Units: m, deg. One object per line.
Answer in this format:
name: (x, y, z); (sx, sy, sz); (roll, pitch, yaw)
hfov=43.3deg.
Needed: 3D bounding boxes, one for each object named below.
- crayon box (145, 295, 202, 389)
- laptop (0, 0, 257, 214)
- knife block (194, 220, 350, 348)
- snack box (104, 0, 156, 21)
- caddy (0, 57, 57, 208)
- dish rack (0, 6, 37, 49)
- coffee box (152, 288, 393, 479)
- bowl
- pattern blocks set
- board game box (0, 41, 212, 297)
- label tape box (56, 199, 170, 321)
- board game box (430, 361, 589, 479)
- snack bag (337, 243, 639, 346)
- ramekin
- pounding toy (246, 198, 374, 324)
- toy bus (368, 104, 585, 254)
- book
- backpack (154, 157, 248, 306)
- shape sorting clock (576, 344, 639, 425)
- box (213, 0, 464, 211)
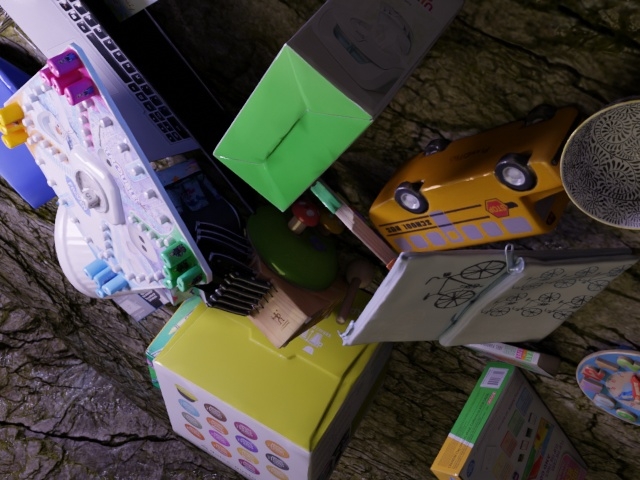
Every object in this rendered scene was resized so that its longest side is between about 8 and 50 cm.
crayon box: (-0.251, 0.184, 1.713); (0.081, 0.278, 0.165); (28, 148, 13)
laptop: (-0.307, -0.219, 1.220); (0.408, 0.236, 0.382); (-9, 132, 37)
knife block: (-0.095, 0.053, 1.366); (0.242, 0.276, 0.088); (47, 118, 10)
snack box: (-0.158, -0.360, 0.971); (0.207, 0.174, 0.070); (-4, 128, 49)
caddy: (-0.596, -0.230, 1.599); (0.341, 0.179, 0.241); (54, 169, -28)
dish rack: (-0.555, -0.438, 1.364); (0.271, 0.074, 0.208); (44, 149, -14)
coffee box: (-0.078, 0.262, 1.588); (0.338, 0.338, 0.334); (27, 148, 16)
bowl: (0.354, -0.101, 0.888); (0.170, 0.080, 0.170); (10, 133, 11)
pattern blocks set: (0.069, -0.014, 1.235); (0.285, 0.026, 0.325); (48, -175, 38)
board game box: (-0.369, -0.080, 1.291); (0.390, 0.050, 0.390); (-8, 113, 55)
label tape box: (-0.494, 0.023, 1.902); (0.348, 0.115, 0.249); (42, 149, -12)
board game box: (0.353, 0.414, 1.461); (0.064, 0.242, 0.316); (-4, 131, 50)
snack bag: (0.225, 0.090, 1.158); (0.343, 0.037, 0.323); (0, 153, -14)
ramekin: (-0.386, -0.015, 1.606); (0.127, 0.273, 0.273); (2, 137, 28)
pounding toy: (0.000, 0.000, 1.352); (0.237, 0.183, 0.110); (40, 117, -2)
toy bus: (0.209, -0.068, 1.069); (0.130, 0.108, 0.333); (49, 147, -21)
book: (0.316, 0.188, 1.353); (0.144, 0.035, 0.096); (12, 170, 39)
backpack: (-0.240, -0.020, 1.468); (0.253, 0.191, 0.225); (-123, 19, -48)
shape sorting clock: (0.504, 0.239, 1.264); (0.206, 0.040, 0.206); (26, 148, 17)
box: (0.019, -0.191, 0.971); (0.127, 0.231, 0.262); (39, 150, -6)
